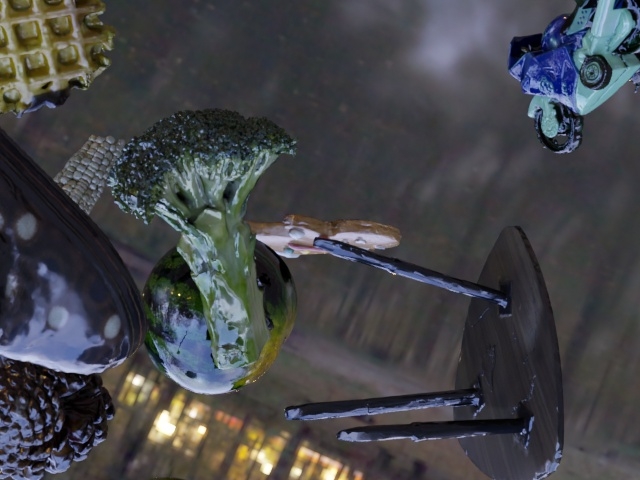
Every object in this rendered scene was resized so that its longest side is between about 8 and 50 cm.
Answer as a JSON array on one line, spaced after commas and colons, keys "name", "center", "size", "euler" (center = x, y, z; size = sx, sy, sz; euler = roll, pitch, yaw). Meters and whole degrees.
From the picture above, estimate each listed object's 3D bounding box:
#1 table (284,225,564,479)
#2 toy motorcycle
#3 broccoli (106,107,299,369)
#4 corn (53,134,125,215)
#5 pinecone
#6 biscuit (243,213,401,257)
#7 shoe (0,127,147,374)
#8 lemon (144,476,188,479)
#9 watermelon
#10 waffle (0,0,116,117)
[{"name": "table", "center": [0.104, 0.161, 1.380], "size": [0.249, 0.317, 0.317], "euler": [4, 175, -14]}, {"name": "toy motorcycle", "center": [0.381, -0.282, 1.700], "size": [0.125, 0.196, 0.331], "euler": [-14, 151, -28]}, {"name": "broccoli", "center": [-0.173, -0.003, 1.601], "size": [0.252, 0.361, 0.221], "euler": [3, -166, -13]}, {"name": "corn", "center": [-0.397, -0.086, 1.865], "size": [0.087, 0.210, 0.087], "euler": [23, 155, 11]}, {"name": "pinecone", "center": [-0.491, 0.307, 2.045], "size": [0.246, 0.246, 0.292], "euler": [19, 177, 25]}, {"name": "biscuit", "center": [0.000, 0.000, 2.085], "size": [0.340, 0.047, 0.216], "euler": [0, 167, 40]}, {"name": "shoe", "center": [-0.374, 0.040, 1.266], "size": [0.171, 0.237, 0.384], "euler": [-18, 117, 45]}, {"name": "lemon", "center": [-0.193, 0.368, 1.337], "size": [0.184, 0.184, 0.248], "euler": [30, 142, -33]}, {"name": "watermelon", "center": [-0.164, 0.112, 1.844], "size": [0.269, 0.269, 0.269], "euler": [23, 170, 4]}, {"name": "waffle", "center": [-0.454, -0.287, 1.600], "size": [0.307, 0.312, 0.060], "euler": [45, -170, -33]}]
